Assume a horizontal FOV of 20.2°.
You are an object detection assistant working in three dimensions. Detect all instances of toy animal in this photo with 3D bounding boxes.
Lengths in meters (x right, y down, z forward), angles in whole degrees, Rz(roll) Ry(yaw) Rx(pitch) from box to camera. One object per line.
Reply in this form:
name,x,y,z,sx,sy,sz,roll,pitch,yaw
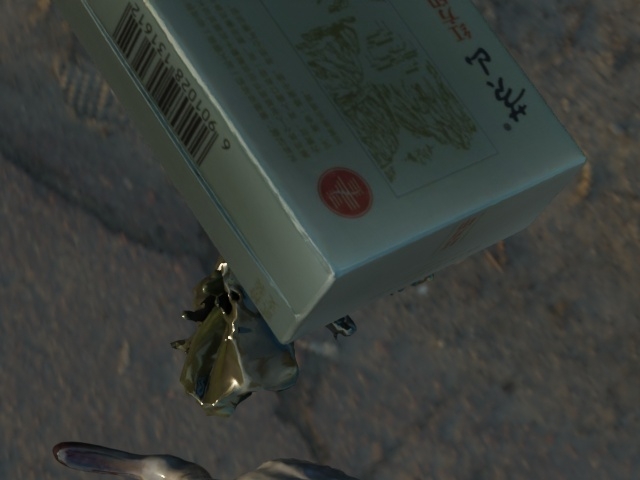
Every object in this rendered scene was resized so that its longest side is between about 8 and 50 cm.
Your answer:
toy animal,-0.023,0.192,1.211,0.195,0.324,0.090,14,97,-36

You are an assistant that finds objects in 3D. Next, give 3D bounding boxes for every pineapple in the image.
pineapple,0.000,0.000,1.050,0.141,0.310,0.170,44,121,-1

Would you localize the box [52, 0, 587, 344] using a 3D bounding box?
box,-0.008,-0.075,0.707,0.141,0.201,0.058,-26,162,-34
